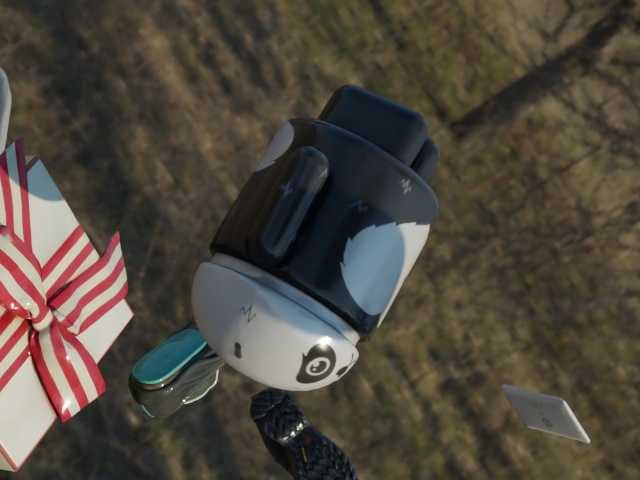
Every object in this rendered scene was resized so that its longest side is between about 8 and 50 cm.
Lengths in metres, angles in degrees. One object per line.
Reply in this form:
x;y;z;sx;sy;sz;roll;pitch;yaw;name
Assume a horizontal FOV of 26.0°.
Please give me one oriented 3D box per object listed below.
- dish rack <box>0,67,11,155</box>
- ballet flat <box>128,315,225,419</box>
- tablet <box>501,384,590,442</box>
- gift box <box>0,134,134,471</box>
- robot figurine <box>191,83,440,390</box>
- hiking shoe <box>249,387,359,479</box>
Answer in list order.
-0.598;-0.123;1.993;0.072;0.333;0.285;34;62;-72;dish rack
-0.145;0.140;1.860;0.095;0.280;0.096;26;-39;38;ballet flat
0.198;0.154;1.228;0.083;0.006;0.054;8;-43;58;tablet
-0.355;0.046;1.404;0.276;0.258;0.255;-60;138;-33;gift box
0.002;0.002;1.257;0.209;0.278;0.174;36;-12;-28;robot figurine
-0.019;0.304;1.972;0.227;0.086;0.114;56;-8;0;hiking shoe
